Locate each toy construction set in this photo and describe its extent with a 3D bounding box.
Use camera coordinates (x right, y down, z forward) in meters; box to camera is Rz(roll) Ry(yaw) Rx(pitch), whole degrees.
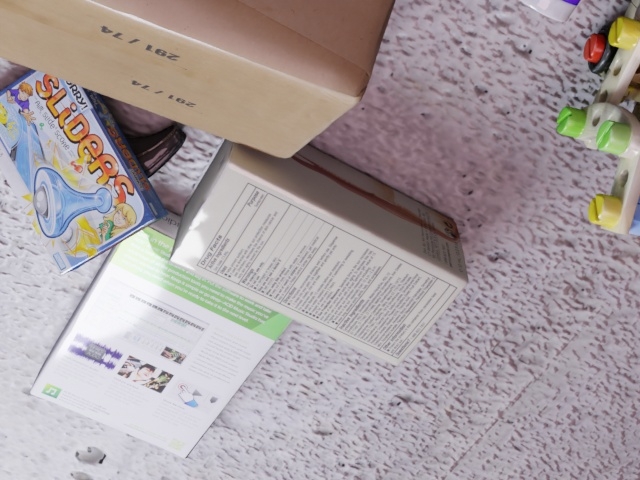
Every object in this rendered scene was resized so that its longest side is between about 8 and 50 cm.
[{"bbox_3d":[0.343,-0.176,0.806,0.151,0.215,0.328,25,120,-16],"label":"toy construction set"}]

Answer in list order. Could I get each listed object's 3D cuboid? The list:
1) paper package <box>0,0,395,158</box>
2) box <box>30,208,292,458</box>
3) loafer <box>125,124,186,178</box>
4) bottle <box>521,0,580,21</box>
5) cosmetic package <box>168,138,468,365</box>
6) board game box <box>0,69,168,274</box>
[{"bbox_3d":[-0.120,-0.213,0.721,0.324,0.309,0.168,19,83,-12],"label":"paper package"},{"bbox_3d":[-0.197,0.124,1.098,0.232,0.058,0.322,28,120,-17],"label":"box"},{"bbox_3d":[-0.228,-0.089,0.957,0.170,0.062,0.061,-26,114,15],"label":"loafer"},{"bbox_3d":[0.273,-0.336,0.772,0.118,0.092,0.283,12,124,-27],"label":"bottle"},{"bbox_3d":[0.000,0.000,0.973,0.296,0.129,0.153,27,120,-17],"label":"cosmetic package"},{"bbox_3d":[-0.270,-0.082,0.926,0.136,0.035,0.201,-29,93,18],"label":"board game box"}]
